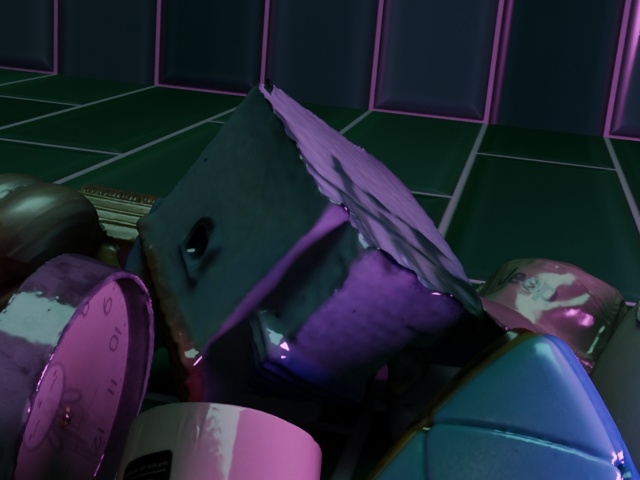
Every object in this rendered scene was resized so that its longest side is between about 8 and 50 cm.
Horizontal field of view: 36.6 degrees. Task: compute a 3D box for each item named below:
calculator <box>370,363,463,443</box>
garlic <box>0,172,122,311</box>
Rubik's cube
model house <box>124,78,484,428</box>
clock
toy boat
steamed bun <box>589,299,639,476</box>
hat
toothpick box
[{"bbox_3d":[0.168,0.160,0.877,0.246,0.045,0.141,6,16,4],"label":"calculator"},{"bbox_3d":[-0.345,0.000,1.078,0.214,0.160,0.191,20,16,35],"label":"garlic"},{"bbox_3d":[0.091,0.217,0.506,0.254,0.254,0.254,4,16,-1],"label":"Rubik's cube"},{"bbox_3d":[-0.059,0.067,0.893,0.252,0.329,0.295,37,17,-42],"label":"model house"},{"bbox_3d":[-0.168,0.116,0.633,0.042,0.215,0.215,13,17,9],"label":"clock"},{"bbox_3d":[-0.240,-0.012,1.229,0.310,0.089,0.115,8,37,4],"label":"toy boat"},{"bbox_3d":[0.334,0.158,0.644,0.324,0.206,0.324,2,16,-1],"label":"steamed bun"},{"bbox_3d":[0.215,0.055,1.028,0.214,0.149,0.244,21,-16,41],"label":"hat"},{"bbox_3d":[-0.060,0.183,0.469,0.111,0.111,0.181,6,55,3],"label":"toothpick box"}]
